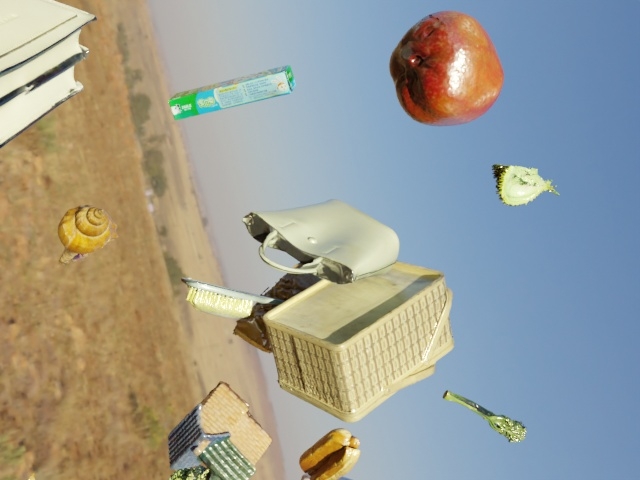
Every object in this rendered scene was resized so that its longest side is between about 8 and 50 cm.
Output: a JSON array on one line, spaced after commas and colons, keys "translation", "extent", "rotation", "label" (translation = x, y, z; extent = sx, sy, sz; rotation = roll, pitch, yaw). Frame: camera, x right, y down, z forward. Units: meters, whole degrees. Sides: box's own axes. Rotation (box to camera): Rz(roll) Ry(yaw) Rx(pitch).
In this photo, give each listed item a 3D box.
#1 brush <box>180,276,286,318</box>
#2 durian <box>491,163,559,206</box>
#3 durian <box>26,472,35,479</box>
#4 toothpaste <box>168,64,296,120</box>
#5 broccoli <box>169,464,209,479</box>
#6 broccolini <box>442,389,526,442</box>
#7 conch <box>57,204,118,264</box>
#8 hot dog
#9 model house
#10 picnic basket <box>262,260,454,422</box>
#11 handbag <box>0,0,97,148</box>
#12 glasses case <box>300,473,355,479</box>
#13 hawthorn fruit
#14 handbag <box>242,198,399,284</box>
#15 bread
[{"translation": [-0.132, 0.127, 1.454], "extent": [0.068, 0.297, 0.060], "rotation": [10, -94, 64], "label": "brush"}, {"translation": [0.444, -0.125, 1.678], "extent": [0.100, 0.215, 0.086], "rotation": [-12, -109, 43], "label": "durian"}, {"translation": [-0.431, 0.453, 0.911], "extent": [0.196, 0.305, 0.185], "rotation": [43, -22, 23], "label": "durian"}, {"translation": [-0.186, -0.311, 1.598], "extent": [0.065, 0.267, 0.050], "rotation": [-73, 149, -60], "label": "toothpaste"}, {"translation": [-0.295, 0.695, 1.944], "extent": [0.198, 0.176, 0.226], "rotation": [-38, -135, 34], "label": "broccoli"}, {"translation": [0.354, 0.378, 1.626], "extent": [0.239, 0.054, 0.051], "rotation": [30, 24, -26], "label": "broccolini"}, {"translation": [-0.470, -0.015, 1.479], "extent": [0.330, 0.109, 0.093], "rotation": [-19, -76, 56], "label": "conch"}, {"translation": [0.018, 0.466, 1.616], "extent": [0.092, 0.062, 0.235], "rotation": [56, -38, 12], "label": "hot dog"}, {"translation": [-0.222, 0.436, 1.592], "extent": [0.183, 0.166, 0.172], "rotation": [42, 26, 0], "label": "model house"}, {"translation": [0.084, 0.177, 1.431], "extent": [0.228, 0.313, 0.175], "rotation": [14, -56, 46], "label": "picnic basket"}, {"translation": [-0.527, -0.272, 1.141], "extent": [0.358, 0.237, 0.160], "rotation": [-71, -175, -59], "label": "handbag"}, {"translation": [0.082, 0.669, 1.978], "extent": [0.113, 0.297, 0.075], "rotation": [20, 81, -57], "label": "glasses case"}, {"translation": [0.324, -0.423, 1.936], "extent": [0.311, 0.295, 0.295], "rotation": [38, 20, -40], "label": "hawthorn fruit"}, {"translation": [0.000, 0.000, 1.362], "extent": [0.315, 0.241, 0.109], "rotation": [-4, 119, -61], "label": "handbag"}, {"translation": [-0.074, 0.160, 1.653], "extent": [0.139, 0.229, 0.143], "rotation": [46, -25, 0], "label": "bread"}]
